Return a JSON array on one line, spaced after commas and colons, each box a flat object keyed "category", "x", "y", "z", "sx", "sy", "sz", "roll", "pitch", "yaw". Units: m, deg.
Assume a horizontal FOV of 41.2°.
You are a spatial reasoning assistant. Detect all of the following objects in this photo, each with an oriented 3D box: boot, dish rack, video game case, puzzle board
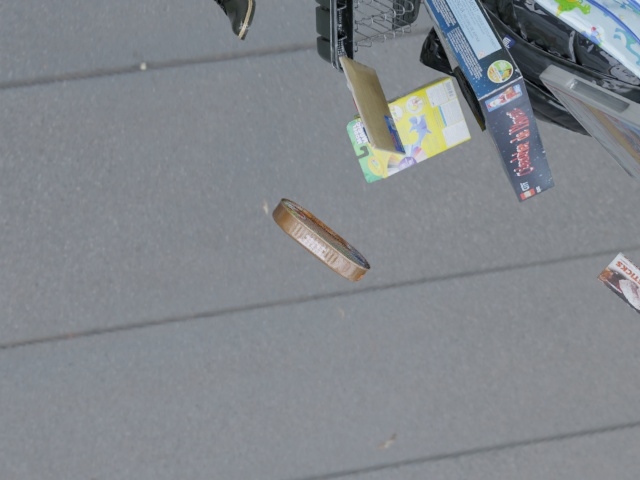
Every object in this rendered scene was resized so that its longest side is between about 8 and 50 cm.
[{"category": "boot", "x": -0.207, "y": -0.488, "z": 1.706, "sx": 0.137, "sy": 0.198, "sz": 0.077, "roll": 14, "pitch": 132, "yaw": -26}, {"category": "dish rack", "x": 0.098, "y": -0.417, "z": 1.415, "sx": 0.271, "sy": 0.074, "sz": 0.208, "roll": -29, "pitch": 133, "yaw": -35}, {"category": "video game case", "x": 0.371, "y": -0.098, "z": 0.962, "sx": 0.204, "sy": 0.285, "sz": 0.025, "roll": 40, "pitch": 101, "yaw": -22}, {"category": "puzzle board", "x": 0.067, "y": -0.172, "z": 1.103, "sx": 0.011, "sy": 0.128, "sz": 0.096, "roll": -24, "pitch": 168, "yaw": 27}]

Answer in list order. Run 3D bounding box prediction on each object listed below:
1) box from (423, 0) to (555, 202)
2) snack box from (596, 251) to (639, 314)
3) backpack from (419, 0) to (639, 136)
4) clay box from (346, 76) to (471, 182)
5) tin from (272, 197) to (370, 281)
[{"category": "box", "x": 0.170, "y": -0.155, "z": 0.861, "sx": 0.044, "sy": 0.159, "sz": 0.233, "roll": -27, "pitch": 152, "yaw": 10}, {"category": "snack box", "x": 0.604, "y": 0.104, "z": 1.576, "sx": 0.178, "sy": 0.022, "sz": 0.064, "roll": 43, "pitch": 118, "yaw": 15}, {"category": "backpack", "x": 0.389, "y": -0.324, "z": 1.391, "sx": 0.355, "sy": 0.273, "sz": 0.290, "roll": 40, "pitch": 151, "yaw": 8}, {"category": "clay box", "x": 0.161, "y": -0.208, "z": 1.608, "sx": 0.222, "sy": 0.053, "sz": 0.128, "roll": -24, "pitch": 106, "yaw": -8}, {"category": "tin", "x": 0.000, "y": 0.000, "z": 1.424, "sx": 0.189, "sy": 0.106, "sz": 0.040, "roll": 39, "pitch": 98, "yaw": 3}]
